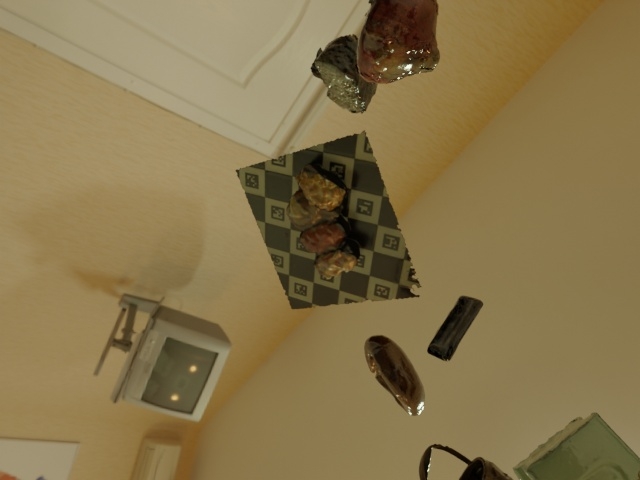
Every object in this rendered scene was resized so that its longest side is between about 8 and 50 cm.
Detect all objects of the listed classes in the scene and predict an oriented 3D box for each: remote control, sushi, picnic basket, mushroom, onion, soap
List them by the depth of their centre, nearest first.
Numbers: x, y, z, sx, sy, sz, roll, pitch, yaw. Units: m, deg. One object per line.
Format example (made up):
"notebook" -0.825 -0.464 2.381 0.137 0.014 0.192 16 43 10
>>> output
"picnic basket" 0.132 0.227 0.372 0.072 0.083 0.072 -54 164 -23
"soap" 0.320 0.301 0.419 0.115 0.063 0.198 -31 -120 -11
"remote control" 0.174 0.111 0.524 0.096 0.014 0.039 -50 -151 -17
"mushroom" 0.106 0.187 0.568 0.052 0.123 0.123 -32 -148 -7
"sushi" 0.000 0.000 0.650 0.264 0.289 0.050 -9 -157 29
"onion" 0.142 -0.347 0.684 0.184 0.147 0.184 -58 177 -5
"sushi" 0.065 -0.423 1.015 0.147 0.212 0.114 23 -95 27

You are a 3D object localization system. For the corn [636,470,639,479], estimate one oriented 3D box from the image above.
"corn" 0.240 0.257 0.276 0.086 0.087 0.288 18 -101 60
